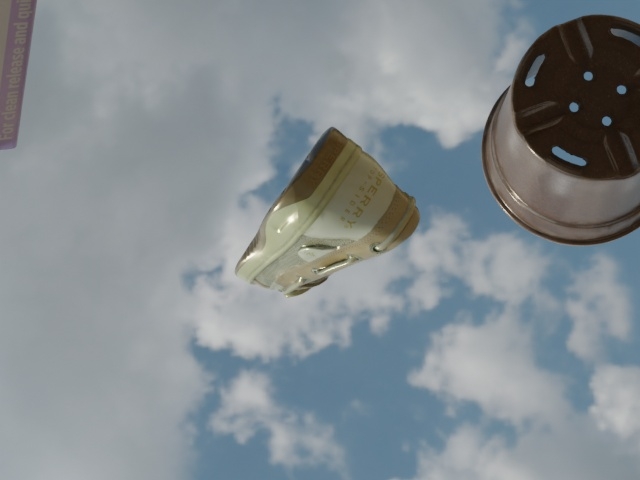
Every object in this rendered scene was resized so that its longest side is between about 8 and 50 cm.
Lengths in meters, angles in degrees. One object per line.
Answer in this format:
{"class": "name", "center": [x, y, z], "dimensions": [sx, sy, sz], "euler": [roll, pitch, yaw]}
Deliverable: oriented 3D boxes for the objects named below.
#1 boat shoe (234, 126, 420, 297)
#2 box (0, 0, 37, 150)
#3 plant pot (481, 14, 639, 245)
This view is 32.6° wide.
{"class": "boat shoe", "center": [0.001, -0.002, 0.459], "dimensions": [0.048, 0.153, 0.056], "euler": [34, -109, -2]}
{"class": "box", "center": [-0.122, -0.175, 0.366], "dimensions": [0.067, 0.324, 0.063], "euler": [-9, -136, -36]}
{"class": "plant pot", "center": [0.210, -0.091, 0.863], "dimensions": [0.165, 0.166, 0.167], "euler": [49, -142, -77]}
